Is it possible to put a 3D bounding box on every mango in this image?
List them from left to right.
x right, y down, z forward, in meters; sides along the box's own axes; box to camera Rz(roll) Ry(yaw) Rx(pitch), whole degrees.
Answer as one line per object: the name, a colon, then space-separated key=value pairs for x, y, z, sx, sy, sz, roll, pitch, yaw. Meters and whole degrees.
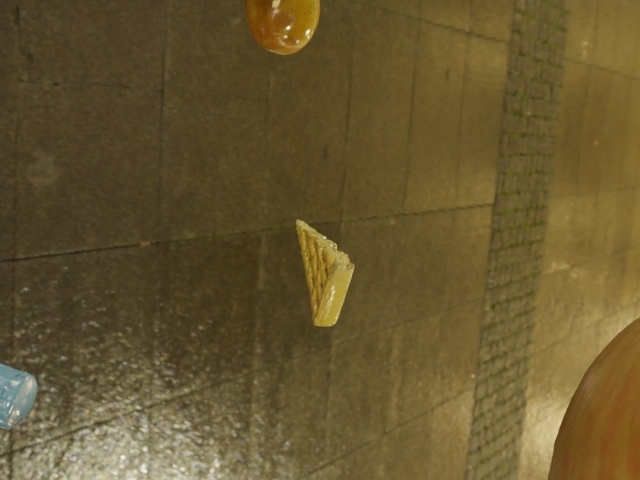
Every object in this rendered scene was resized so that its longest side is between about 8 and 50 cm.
mango: x=-0.055 y=-0.345 z=1.234 sx=0.089 sy=0.111 sz=0.163 roll=-12 pitch=95 yaw=-61

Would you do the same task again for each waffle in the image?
waffle: x=0.000 y=0.000 z=1.074 sx=0.125 sy=0.032 sz=0.191 roll=104 pitch=-20 yaw=-46

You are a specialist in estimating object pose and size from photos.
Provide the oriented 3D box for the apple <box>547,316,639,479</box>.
apple: x=0.324 y=0.172 z=0.474 sx=0.391 sy=0.392 sz=0.346 roll=13 pitch=62 yaw=-56

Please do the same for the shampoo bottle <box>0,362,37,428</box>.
shampoo bottle: x=-0.383 y=0.104 z=0.799 sx=0.104 sy=0.259 sz=0.061 roll=12 pitch=97 yaw=-81
